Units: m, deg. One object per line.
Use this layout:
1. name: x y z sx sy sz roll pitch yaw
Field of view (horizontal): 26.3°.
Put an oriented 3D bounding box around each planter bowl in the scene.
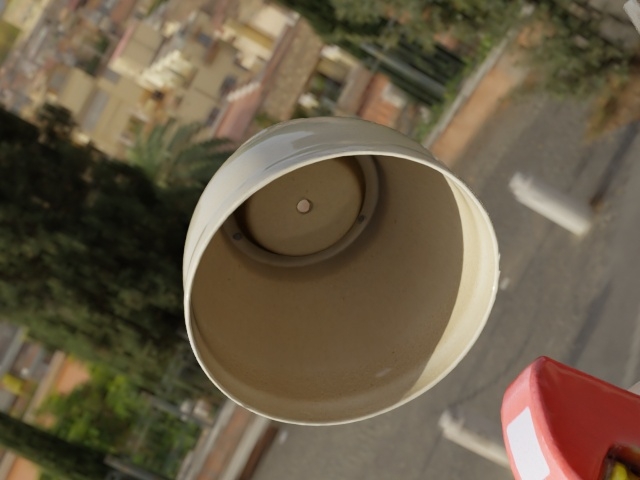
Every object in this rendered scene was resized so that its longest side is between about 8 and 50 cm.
1. planter bowl: 0.000 0.000 0.722 0.162 0.162 0.109 -56 30 19

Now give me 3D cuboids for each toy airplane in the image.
1. toy airplane: 0.313 0.289 1.035 0.384 0.386 0.272 12 40 42

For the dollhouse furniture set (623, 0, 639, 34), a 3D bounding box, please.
1. dollhouse furniture set: 0.341 -0.177 0.756 0.355 0.303 0.174 -25 -7 -40
